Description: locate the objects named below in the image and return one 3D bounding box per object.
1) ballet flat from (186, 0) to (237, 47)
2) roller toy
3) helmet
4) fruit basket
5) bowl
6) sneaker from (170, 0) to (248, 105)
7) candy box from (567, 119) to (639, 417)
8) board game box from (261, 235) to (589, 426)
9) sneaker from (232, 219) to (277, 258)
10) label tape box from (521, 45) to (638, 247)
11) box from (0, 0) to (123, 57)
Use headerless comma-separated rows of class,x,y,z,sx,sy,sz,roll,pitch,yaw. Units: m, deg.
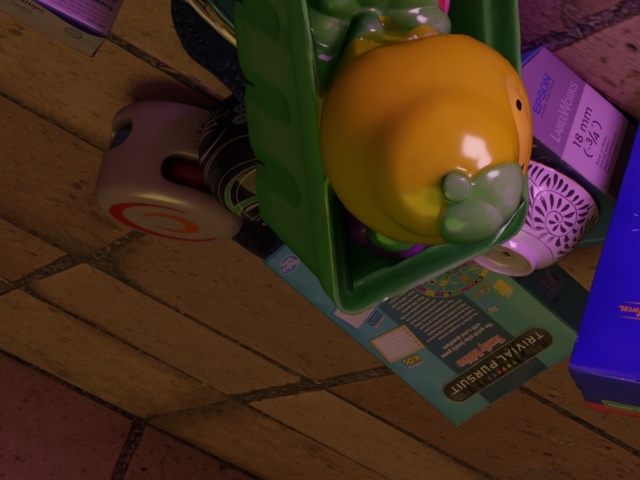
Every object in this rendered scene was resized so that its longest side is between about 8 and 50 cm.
ballet flat,-0.126,-0.296,1.564,0.400,0.139,0.139,34,155,-20
roller toy,-0.179,-0.091,2.037,0.209,0.146,0.191,5,163,21
helmet,-0.064,-0.100,1.892,0.161,0.169,0.169,-19,138,36
fruit basket,0.088,-0.118,1.364,0.392,0.283,0.392,33,136,40
bowl,0.199,-0.014,1.676,0.170,0.080,0.170,18,157,8
sneaker,-0.073,-0.204,1.682,0.090,0.081,0.232,1,-140,-41
candy box,0.412,0.024,1.540,0.268,0.317,0.122,9,155,29
board game box,0.135,0.052,1.970,0.336,0.079,0.254,40,133,-11
sneaker,0.000,0.000,2.149,0.319,0.112,0.131,24,176,13
label tape box,0.178,-0.114,1.713,0.334,0.106,0.241,35,154,-29
box,-0.259,-0.283,1.664,0.126,0.137,0.072,26,158,-14
